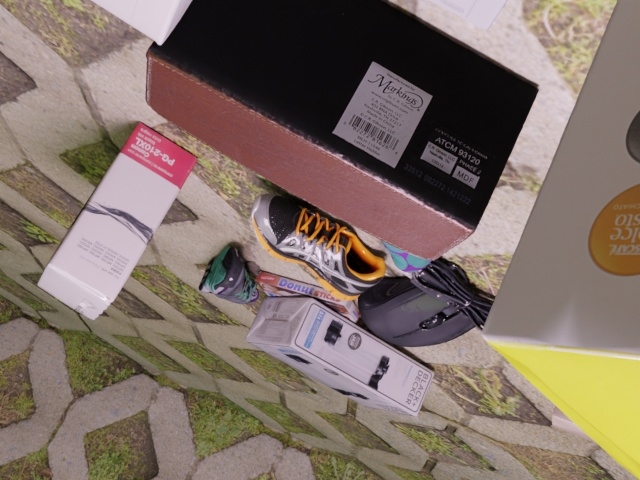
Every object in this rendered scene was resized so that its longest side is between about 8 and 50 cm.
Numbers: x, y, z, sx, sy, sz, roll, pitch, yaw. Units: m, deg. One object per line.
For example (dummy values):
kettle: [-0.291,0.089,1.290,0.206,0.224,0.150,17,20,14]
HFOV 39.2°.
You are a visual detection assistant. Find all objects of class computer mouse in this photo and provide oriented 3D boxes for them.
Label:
computer mouse: [0.133,0.103,1.279,0.188,0.072,0.272,33,158,-17]

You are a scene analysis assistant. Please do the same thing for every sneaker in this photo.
sneaker: [-0.137,0.066,1.522,0.098,0.083,0.224,25,170,-13]
sneaker: [0.000,0.000,1.209,0.215,0.084,0.083,35,144,-27]

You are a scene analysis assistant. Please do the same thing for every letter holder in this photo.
letter holder: [0.004,-0.112,0.839,0.302,0.152,0.214,29,160,-4]

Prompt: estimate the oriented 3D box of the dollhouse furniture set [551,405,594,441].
dollhouse furniture set: [0.299,0.138,1.009,0.129,0.183,0.129,18,157,23]

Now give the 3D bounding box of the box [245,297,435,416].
box: [0.035,0.202,1.560,0.290,0.087,0.169,33,161,-28]

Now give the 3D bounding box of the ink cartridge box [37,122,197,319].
ink cartridge box: [-0.287,-0.022,1.259,0.100,0.237,0.172,32,158,-12]

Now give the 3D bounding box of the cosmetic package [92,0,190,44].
cosmetic package: [-0.209,-0.323,0.601,0.365,0.155,0.197,32,156,-9]

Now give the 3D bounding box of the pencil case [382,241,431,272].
pencil case: [0.084,-0.025,1.057,0.070,0.064,0.151,-8,142,31]

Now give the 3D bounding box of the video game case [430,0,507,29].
video game case: [0.080,-0.231,0.654,0.157,0.019,0.143,28,158,-1]

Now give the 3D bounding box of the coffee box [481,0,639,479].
coffee box: [0.352,0.006,0.441,0.338,0.334,0.338,0,146,50]

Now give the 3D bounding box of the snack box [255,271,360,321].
snack box: [-0.022,0.094,1.507,0.178,0.022,0.064,14,157,30]
